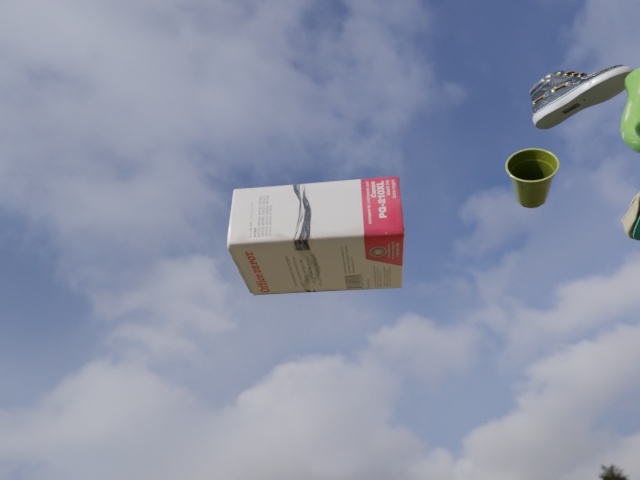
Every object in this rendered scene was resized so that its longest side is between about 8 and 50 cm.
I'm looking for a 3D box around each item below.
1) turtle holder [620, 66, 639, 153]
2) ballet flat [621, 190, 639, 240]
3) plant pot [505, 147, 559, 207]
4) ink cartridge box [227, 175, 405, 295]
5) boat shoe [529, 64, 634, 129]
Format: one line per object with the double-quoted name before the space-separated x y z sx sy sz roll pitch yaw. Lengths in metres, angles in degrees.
"turtle holder" 0.508 -0.162 0.631 0.227 0.243 0.320 -59 -7 -5
"ballet flat" 0.774 -0.106 1.314 0.086 0.086 0.248 -9 -41 -11
"plant pot" 0.357 -0.098 0.948 0.083 0.083 0.079 -20 -46 1
"ink cartridge box" 0.000 0.000 0.826 0.237 0.100 0.172 -4 -30 5
"boat shoe" 0.454 -0.277 1.000 0.065 0.083 0.183 14 -27 -37
